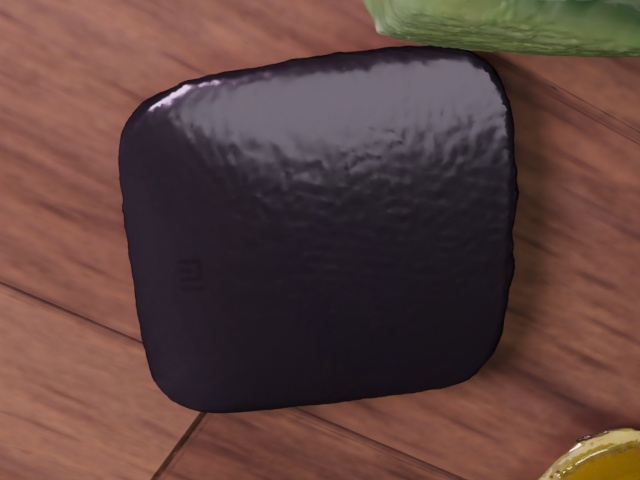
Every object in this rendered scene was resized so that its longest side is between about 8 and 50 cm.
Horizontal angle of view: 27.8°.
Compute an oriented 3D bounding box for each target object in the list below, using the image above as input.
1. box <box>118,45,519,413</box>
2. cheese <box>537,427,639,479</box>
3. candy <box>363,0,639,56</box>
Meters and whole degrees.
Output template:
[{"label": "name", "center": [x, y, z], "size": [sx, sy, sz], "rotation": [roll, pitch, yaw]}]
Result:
[{"label": "box", "center": [0.000, 0.000, 0.664], "size": [0.201, 0.042, 0.212], "rotation": [-5, 125, 2]}, {"label": "cheese", "center": [0.159, 0.191, 0.781], "size": [0.250, 0.064, 0.156], "rotation": [-17, 106, 10]}, {"label": "candy", "center": [0.183, -0.130, 0.533], "size": [0.344, 0.132, 0.142], "rotation": [8, 83, -9]}]
